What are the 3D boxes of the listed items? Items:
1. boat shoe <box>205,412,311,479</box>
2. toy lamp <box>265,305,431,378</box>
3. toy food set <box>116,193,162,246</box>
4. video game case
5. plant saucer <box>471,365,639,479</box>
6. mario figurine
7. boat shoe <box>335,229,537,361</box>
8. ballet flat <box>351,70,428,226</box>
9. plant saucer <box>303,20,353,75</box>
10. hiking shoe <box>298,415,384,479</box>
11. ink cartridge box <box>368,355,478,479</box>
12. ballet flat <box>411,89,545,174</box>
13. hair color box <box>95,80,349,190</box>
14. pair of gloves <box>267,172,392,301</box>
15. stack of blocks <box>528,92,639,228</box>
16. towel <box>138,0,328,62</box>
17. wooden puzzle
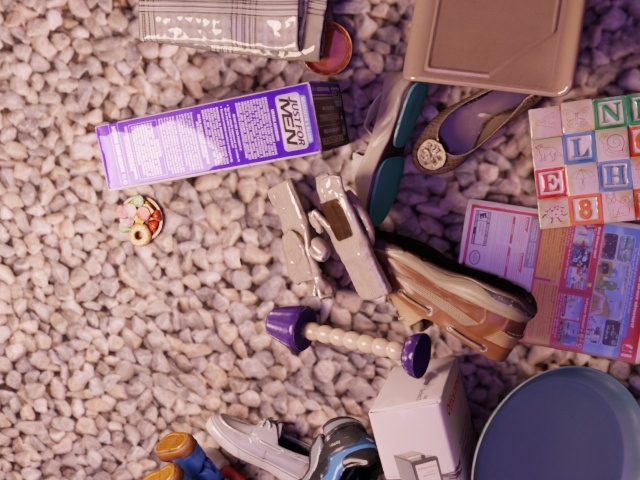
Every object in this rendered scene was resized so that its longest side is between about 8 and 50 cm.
[{"bbox_3d":[-0.084,0.344,1.390,0.227,0.079,0.081,29,100,1],"label":"boat shoe"},{"bbox_3d":[0.036,0.153,1.288,0.274,0.080,0.080,7,104,29],"label":"toy lamp"},{"bbox_3d":[-0.311,-0.037,1.392,0.082,0.020,0.083,47,109,2],"label":"toy food set"},{"bbox_3d":[0.348,0.058,1.220,0.285,0.025,0.204,10,92,13],"label":"video game case"},{"bbox_3d":[0.356,0.341,1.216,0.317,0.043,0.318,-1,93,-21],"label":"plant saucer"},{"bbox_3d":[-0.186,0.480,1.381,0.198,0.170,0.320,-47,114,-21],"label":"mario figurine"},{"bbox_3d":[0.153,0.077,1.203,0.324,0.122,0.120,26,104,33],"label":"boat shoe"},{"bbox_3d":[0.094,-0.144,1.243,0.086,0.086,0.248,21,105,9],"label":"ballet flat"},{"bbox_3d":[0.010,-0.297,1.258,0.083,0.013,0.084,3,101,14],"label":"plant saucer"},{"bbox_3d":[0.006,0.438,1.301,0.113,0.132,0.304,17,97,-29],"label":"hiking shoe"},{"bbox_3d":[0.178,0.341,1.252,0.114,0.198,0.273,-13,98,18],"label":"ink cartridge box"},{"bbox_3d":[0.239,-0.181,1.199,0.250,0.058,0.084,-33,91,18],"label":"ballet flat"},{"bbox_3d":[-0.143,-0.160,1.236,0.338,0.185,0.110,-7,98,15],"label":"hair color box"},{"bbox_3d":[0.000,0.000,1.243,0.240,0.042,0.204,-5,105,57],"label":"pair of gloves"},{"bbox_3d":[0.449,-0.114,1.120,0.297,0.087,0.171,-5,90,19],"label":"stack of blocks"},{"bbox_3d":[-0.130,-0.442,1.234,0.324,0.056,0.312,9,102,14],"label":"towel"},{"bbox_3d":[0.249,-0.317,1.150,0.238,0.044,0.221,9,81,16],"label":"wooden puzzle"}]
